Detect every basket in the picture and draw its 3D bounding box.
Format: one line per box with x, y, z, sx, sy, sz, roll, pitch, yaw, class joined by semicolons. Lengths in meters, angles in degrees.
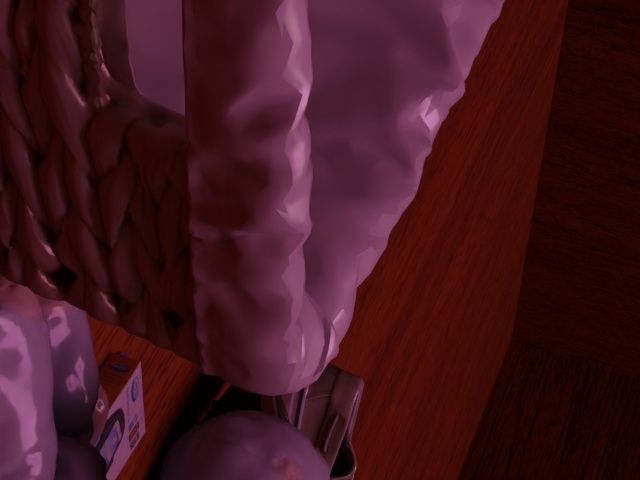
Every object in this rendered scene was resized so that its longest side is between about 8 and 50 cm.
-0.063;-0.183;0.559;0.328;0.266;0.331;93;19;-45;basket

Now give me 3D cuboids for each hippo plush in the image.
-0.124;0.158;0.774;0.234;0.237;0.294;81;29;-61;hippo plush

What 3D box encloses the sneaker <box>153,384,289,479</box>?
-0.090;0.167;1.286;0.222;0.118;0.083;-102;176;-57;sneaker

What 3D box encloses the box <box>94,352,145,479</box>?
-0.161;0.145;1.055;0.081;0.028;0.136;93;21;-43;box

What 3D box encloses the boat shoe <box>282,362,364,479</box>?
-0.009;0.250;1.623;0.302;0.094;0.109;93;20;-44;boat shoe
